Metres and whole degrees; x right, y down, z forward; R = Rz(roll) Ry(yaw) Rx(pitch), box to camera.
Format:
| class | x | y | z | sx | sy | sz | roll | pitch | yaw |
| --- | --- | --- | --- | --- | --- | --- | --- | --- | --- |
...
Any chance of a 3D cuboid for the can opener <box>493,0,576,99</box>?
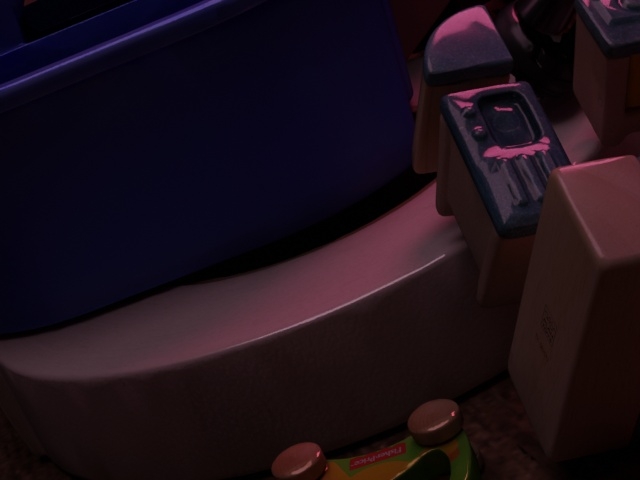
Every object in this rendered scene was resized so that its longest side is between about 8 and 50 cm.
| class | x | y | z | sx | sy | sz | roll | pitch | yaw |
| --- | --- | --- | --- | --- | --- | --- | --- | --- | --- |
| can opener | 0.139 | -0.122 | 0.902 | 0.073 | 0.059 | 0.186 | -44 | -2 | 27 |

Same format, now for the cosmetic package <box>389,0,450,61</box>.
| class | x | y | z | sx | sy | sz | roll | pitch | yaw |
| --- | --- | --- | --- | --- | --- | --- | --- | --- | --- |
| cosmetic package | 0.023 | -0.150 | 1.186 | 0.239 | 0.060 | 0.099 | -54 | 25 | -12 |

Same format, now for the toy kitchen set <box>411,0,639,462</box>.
| class | x | y | z | sx | sy | sz | roll | pitch | yaw |
| --- | --- | --- | --- | --- | --- | --- | --- | --- | --- |
| toy kitchen set | 0.144 | -0.038 | 0.695 | 0.166 | 0.122 | 0.207 | -11 | 50 | -13 |

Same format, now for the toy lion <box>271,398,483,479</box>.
| class | x | y | z | sx | sy | sz | roll | pitch | yaw |
| --- | --- | --- | --- | --- | --- | --- | --- | --- | --- |
| toy lion | 0.017 | 0.115 | 0.668 | 0.100 | 0.034 | 0.096 | -20 | 26 | 11 |

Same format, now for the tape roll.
| class | x | y | z | sx | sy | sz | roll | pitch | yaw |
| --- | --- | --- | --- | --- | --- | --- | --- | --- | --- |
| tape roll | 0.000 | 0.000 | 0.924 | 0.392 | 0.072 | 0.392 | -22 | 20 | 8 |

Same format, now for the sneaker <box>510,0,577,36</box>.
| class | x | y | z | sx | sy | sz | roll | pitch | yaw |
| --- | --- | --- | --- | --- | --- | --- | --- | --- | --- |
| sneaker | 0.263 | -0.174 | 1.042 | 0.302 | 0.108 | 0.121 | 4 | 28 | 44 |

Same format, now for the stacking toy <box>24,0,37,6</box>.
| class | x | y | z | sx | sy | sz | roll | pitch | yaw |
| --- | --- | --- | --- | --- | --- | --- | --- | --- | --- |
| stacking toy | -0.141 | -0.235 | 1.454 | 0.351 | 0.350 | 0.480 | -25 | 4 | -2 |

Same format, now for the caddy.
| class | x | y | z | sx | sy | sz | roll | pitch | yaw |
| --- | --- | --- | --- | --- | --- | --- | --- | --- | --- |
| caddy | -0.103 | -0.095 | 0.917 | 0.341 | 0.179 | 0.241 | -21 | 18 | 8 |

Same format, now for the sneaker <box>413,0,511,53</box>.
| class | x | y | z | sx | sy | sz | roll | pitch | yaw |
| --- | --- | --- | --- | --- | --- | --- | --- | --- | --- |
| sneaker | 0.174 | -0.190 | 1.203 | 0.131 | 0.112 | 0.319 | -51 | 24 | -23 |
